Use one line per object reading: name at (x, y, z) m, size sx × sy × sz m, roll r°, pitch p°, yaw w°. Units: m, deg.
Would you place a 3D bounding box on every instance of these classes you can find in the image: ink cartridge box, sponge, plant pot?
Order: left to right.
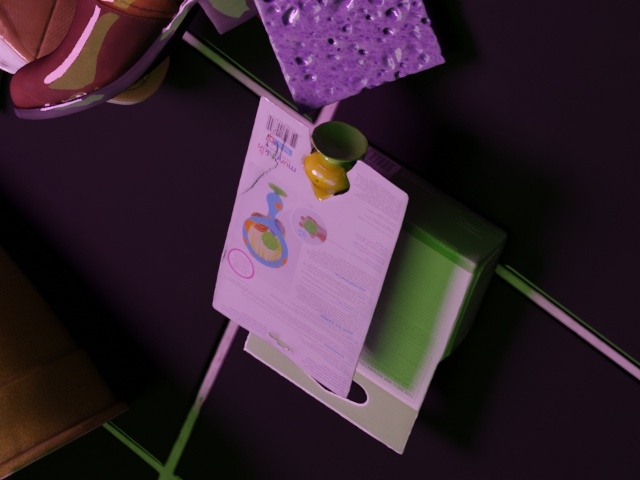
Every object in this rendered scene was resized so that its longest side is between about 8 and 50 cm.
plant pot at (-0.420, 0.087, 1.839) m, size 0.366 × 0.366 × 0.353 m, roll -30°, pitch 88°, yaw 48°
sponge at (0.003, -0.203, 1.426) m, size 0.117 × 0.031 × 0.210 m, roll -17°, pitch 111°, yaw 12°
ink cartridge box at (0.039, 0.042, 1.606) m, size 0.171 × 0.056 × 0.235 m, roll 33°, pitch 138°, yaw 16°

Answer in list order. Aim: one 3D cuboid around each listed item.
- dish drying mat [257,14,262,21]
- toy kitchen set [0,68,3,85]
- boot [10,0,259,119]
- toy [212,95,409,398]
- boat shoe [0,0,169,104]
dish drying mat at (-0.022, -0.163, 1.535) m, size 0.083 × 0.008 × 0.032 m, roll 44°, pitch 138°, yaw 3°
toy kitchen set at (-0.328, -0.148, 1.748) m, size 0.068 × 0.075 × 0.083 m, roll 32°, pitch 132°, yaw 17°
boot at (-0.186, -0.252, 1.489) m, size 0.264 × 0.096 × 0.280 m, roll -26°, pitch 104°, yaw 28°
toy at (0.000, 0.000, 1.526) m, size 0.137 × 0.056 × 0.237 m, roll 35°, pitch 142°, yaw 18°
boat shoe at (-0.246, -0.186, 1.651) m, size 0.277 × 0.098 × 0.096 m, roll 29°, pitch 162°, yaw 9°
